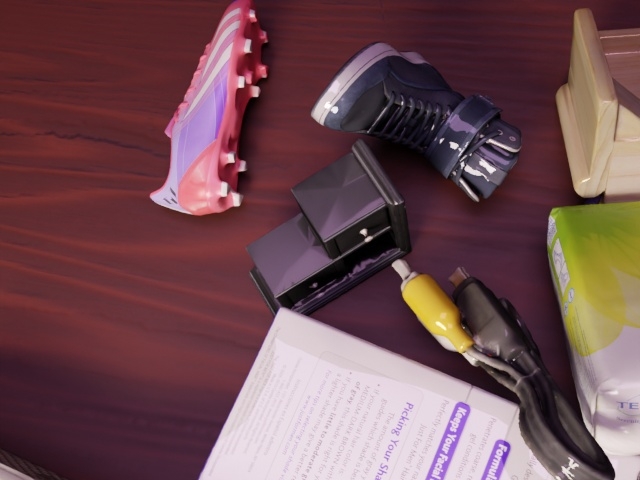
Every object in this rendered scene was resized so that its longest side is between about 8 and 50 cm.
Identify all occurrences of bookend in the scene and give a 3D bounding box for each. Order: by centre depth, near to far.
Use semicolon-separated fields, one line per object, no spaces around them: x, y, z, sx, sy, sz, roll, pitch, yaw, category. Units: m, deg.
0.000;0.000;0.821;0.156;0.157;0.072;-31;71;-3;bookend

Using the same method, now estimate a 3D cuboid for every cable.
0.159;0.119;0.735;0.072;0.139;0.287;-46;37;16;cable

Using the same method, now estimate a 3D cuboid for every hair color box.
0.084;0.212;0.771;0.339;0.110;0.185;21;75;15;hair color box

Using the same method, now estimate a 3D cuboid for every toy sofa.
0.416;-0.119;0.820;0.363;0.177;0.150;-3;48;7;toy sofa

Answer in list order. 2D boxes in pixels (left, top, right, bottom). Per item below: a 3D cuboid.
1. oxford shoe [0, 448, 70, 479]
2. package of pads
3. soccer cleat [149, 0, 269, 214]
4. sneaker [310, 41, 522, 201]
-0.214;0.292;0.760;0.449;0.169;0.130;17;73;20;oxford shoe
0.356;0.064;0.734;0.297;0.101;0.229;-5;41;7;package of pads
-0.117;-0.147;0.926;0.095;0.083;0.248;4;76;14;soccer cleat
0.101;-0.106;0.820;0.163;0.226;0.086;45;121;13;sneaker
